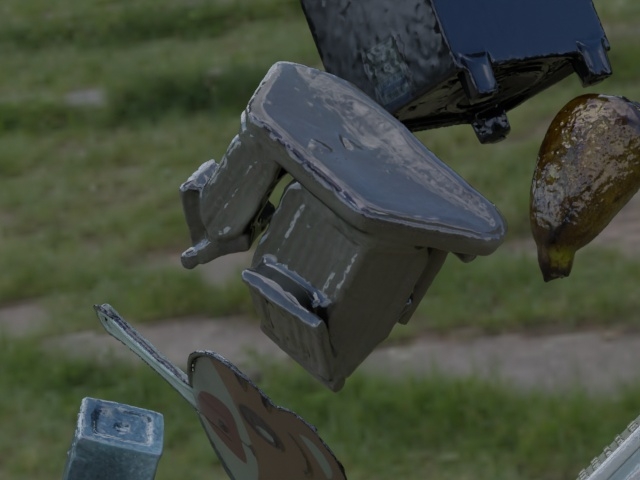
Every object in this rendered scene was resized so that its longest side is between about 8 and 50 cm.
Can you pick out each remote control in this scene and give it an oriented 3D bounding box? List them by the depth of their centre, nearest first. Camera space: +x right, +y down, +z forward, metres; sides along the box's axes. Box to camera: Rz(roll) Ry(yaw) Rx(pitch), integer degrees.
[{"bbox_3d":[0.374,0.215,2.102,0.277,0.055,0.103,-47,-6,3],"label":"remote control"}]

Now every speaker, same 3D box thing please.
[{"bbox_3d":[0.126,-0.231,1.861,0.232,0.254,0.184,-12,-12,-41],"label":"speaker"}]

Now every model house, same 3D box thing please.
[{"bbox_3d":[-0.001,-0.003,1.411,0.229,0.188,0.122,40,24,19],"label":"model house"}]

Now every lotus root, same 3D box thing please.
[{"bbox_3d":[0.248,-0.053,1.771,0.108,0.190,0.094,19,-17,32],"label":"lotus root"}]

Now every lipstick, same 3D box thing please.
[{"bbox_3d":[-0.194,0.278,1.480,0.068,0.317,0.066,14,22,-10],"label":"lipstick"}]

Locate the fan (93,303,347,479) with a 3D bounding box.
[{"bbox_3d":[-0.051,0.098,1.005,0.008,0.152,0.227,-36,51,-22],"label":"fan"}]
